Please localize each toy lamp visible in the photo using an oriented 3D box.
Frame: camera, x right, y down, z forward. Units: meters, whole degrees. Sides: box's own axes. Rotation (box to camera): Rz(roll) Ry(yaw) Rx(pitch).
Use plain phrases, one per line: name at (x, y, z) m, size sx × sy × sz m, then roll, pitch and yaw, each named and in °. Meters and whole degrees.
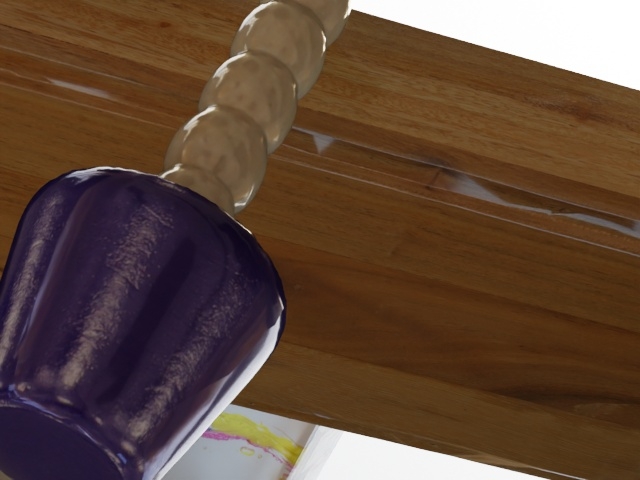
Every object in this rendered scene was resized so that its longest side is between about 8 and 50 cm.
toy lamp at (-0.019, -0.043, 0.422) m, size 0.080 × 0.080 × 0.275 m, roll 39°, pitch -130°, yaw -14°

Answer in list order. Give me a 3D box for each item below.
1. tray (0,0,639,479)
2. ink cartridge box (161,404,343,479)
tray at (0.000, 0.000, 0.595) m, size 0.411 × 0.203 × 0.076 m, roll 14°, pitch -128°, yaw -10°
ink cartridge box at (-0.086, 0.121, 1.121) m, size 0.201 × 0.278 × 0.117 m, roll 33°, pitch -160°, yaw 14°
